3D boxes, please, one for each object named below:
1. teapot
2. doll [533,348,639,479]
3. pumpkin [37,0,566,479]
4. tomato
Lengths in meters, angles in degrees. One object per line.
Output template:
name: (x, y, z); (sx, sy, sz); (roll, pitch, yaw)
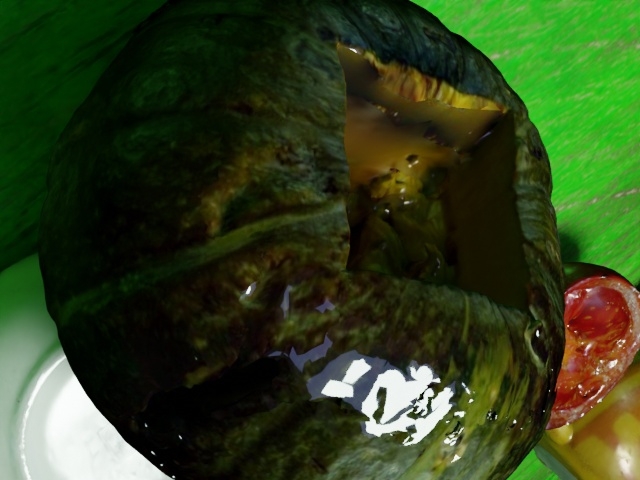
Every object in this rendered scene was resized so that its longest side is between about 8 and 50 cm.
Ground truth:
teapot: (-0.149, 0.103, 0.775); (0.298, 0.139, 0.204); (-27, 113, -20)
doll: (0.324, 0.155, 1.269); (0.270, 0.167, 0.162); (-32, 144, -23)
pumpkin: (0.000, 0.000, 0.686); (0.321, 0.320, 0.192); (-4, 162, -43)
tomato: (0.207, 0.085, 1.137); (0.139, 0.091, 0.159); (22, 101, -36)
